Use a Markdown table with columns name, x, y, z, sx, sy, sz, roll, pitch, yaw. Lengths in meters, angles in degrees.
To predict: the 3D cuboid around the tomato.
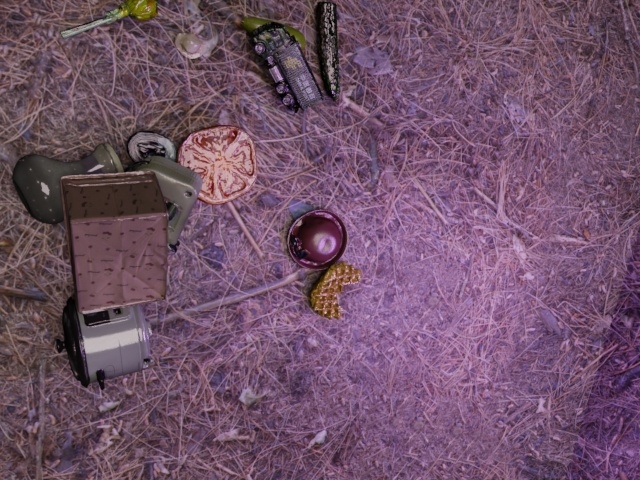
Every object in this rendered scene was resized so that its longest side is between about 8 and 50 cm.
| name | x | y | z | sx | sy | sz | roll | pitch | yaw |
| --- | --- | --- | --- | --- | --- | --- | --- | --- | --- |
| tomato | -0.293 | -0.221 | 1.722 | 0.236 | 0.095 | 0.237 | -3 | 99 | -17 |

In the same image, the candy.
| name | x | y | z | sx | sy | sz | roll | pitch | yaw |
| --- | --- | --- | --- | --- | --- | --- | --- | --- | --- |
| candy | -0.555 | -0.587 | 1.582 | 0.262 | 0.077 | 0.073 | -24 | 103 | -10 |

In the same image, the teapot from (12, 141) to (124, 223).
| name | x | y | z | sx | sy | sz | roll | pitch | yaw |
| --- | --- | --- | --- | --- | --- | --- | --- | --- | --- |
| teapot | -0.642 | -0.159 | 1.548 | 0.250 | 0.183 | 0.184 | -29 | 108 | -27 |

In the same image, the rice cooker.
| name | x | y | z | sx | sy | sz | roll | pitch | yaw |
| --- | --- | --- | --- | --- | --- | --- | --- | --- | --- |
| rice cooker | -0.575 | 0.253 | 1.591 | 0.227 | 0.241 | 0.281 | -10 | 57 | -24 |

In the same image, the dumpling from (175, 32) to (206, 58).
| name | x | y | z | sx | sy | sz | roll | pitch | yaw |
| --- | --- | --- | --- | --- | --- | --- | --- | --- | --- |
| dumpling | -0.363 | -0.543 | 1.680 | 0.076 | 0.057 | 0.052 | -6 | 62 | -45 |

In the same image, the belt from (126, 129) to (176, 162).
| name | x | y | z | sx | sy | sz | roll | pitch | yaw |
| --- | --- | --- | --- | --- | --- | --- | --- | --- | --- |
| belt | -0.467 | -0.249 | 1.663 | 0.140 | 0.058 | 0.105 | 8 | 97 | -25 |

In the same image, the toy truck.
| name | x | y | z | sx | sy | sz | roll | pitch | yaw |
| --- | --- | --- | --- | --- | --- | --- | --- | --- | --- |
| toy truck | -0.097 | -0.501 | 1.734 | 0.121 | 0.088 | 0.259 | -27 | 124 | 5 |

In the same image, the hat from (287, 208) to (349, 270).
| name | x | y | z | sx | sy | sz | roll | pitch | yaw |
| --- | --- | --- | --- | --- | --- | --- | --- | --- | --- |
| hat | 0.000 | 0.000 | 1.881 | 0.205 | 0.089 | 0.206 | -3 | 99 | -22 |

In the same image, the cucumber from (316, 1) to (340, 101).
| name | x | y | z | sx | sy | sz | roll | pitch | yaw |
| --- | --- | --- | --- | --- | --- | --- | --- | --- | --- |
| cucumber | 0.025 | -0.568 | 1.826 | 0.067 | 0.067 | 0.294 | -8 | 102 | -22 |

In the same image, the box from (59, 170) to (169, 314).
| name | x | y | z | sx | sy | sz | roll | pitch | yaw |
| --- | --- | --- | --- | --- | --- | --- | --- | --- | --- |
| box | -0.505 | 0.005 | 1.491 | 0.225 | 0.190 | 0.297 | -7 | 133 | -23 |

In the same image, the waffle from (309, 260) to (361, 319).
| name | x | y | z | sx | sy | sz | roll | pitch | yaw |
| --- | --- | --- | --- | --- | --- | --- | --- | --- | --- |
| waffle | 0.048 | 0.159 | 1.934 | 0.149 | 0.051 | 0.194 | 35 | 92 | -34 |

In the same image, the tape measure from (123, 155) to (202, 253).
| name | x | y | z | sx | sy | sz | roll | pitch | yaw |
| --- | --- | --- | --- | --- | --- | --- | --- | --- | --- |
| tape measure | -0.446 | -0.100 | 1.628 | 0.207 | 0.115 | 0.235 | 23 | 121 | -14 |

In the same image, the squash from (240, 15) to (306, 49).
| name | x | y | z | sx | sy | sz | roll | pitch | yaw |
| --- | --- | --- | --- | --- | --- | --- | --- | --- | --- |
| squash | -0.135 | -0.604 | 1.755 | 0.201 | 0.066 | 0.066 | 15 | 91 | -18 |
